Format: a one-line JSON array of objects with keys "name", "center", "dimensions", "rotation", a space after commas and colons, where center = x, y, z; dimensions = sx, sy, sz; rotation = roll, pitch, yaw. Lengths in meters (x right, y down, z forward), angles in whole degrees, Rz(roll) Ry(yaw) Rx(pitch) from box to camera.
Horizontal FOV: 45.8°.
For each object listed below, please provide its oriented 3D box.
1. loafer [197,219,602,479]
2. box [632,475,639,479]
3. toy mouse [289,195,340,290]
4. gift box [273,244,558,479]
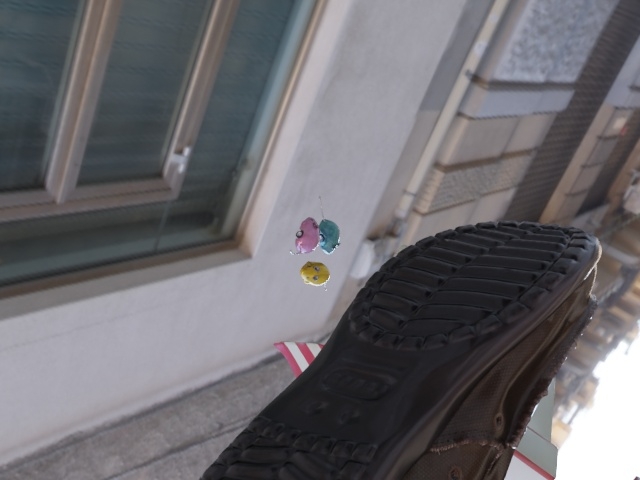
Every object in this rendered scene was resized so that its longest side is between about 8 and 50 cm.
[{"name": "loafer", "center": [0.064, 0.111, 0.491], "dimensions": [0.366, 0.130, 0.134], "rotation": [-38, -148, -31]}, {"name": "box", "center": [0.335, 0.361, 0.796], "dimensions": [0.091, 0.170, 0.130], "rotation": [31, -168, 9]}, {"name": "toy mouse", "center": [0.000, 0.000, 1.199], "dimensions": [0.031, 0.143, 0.161], "rotation": [7, 171, 27]}, {"name": "gift box", "center": [0.070, 0.185, 0.803], "dimensions": [0.276, 0.255, 0.258], "rotation": [31, -151, 3]}]
